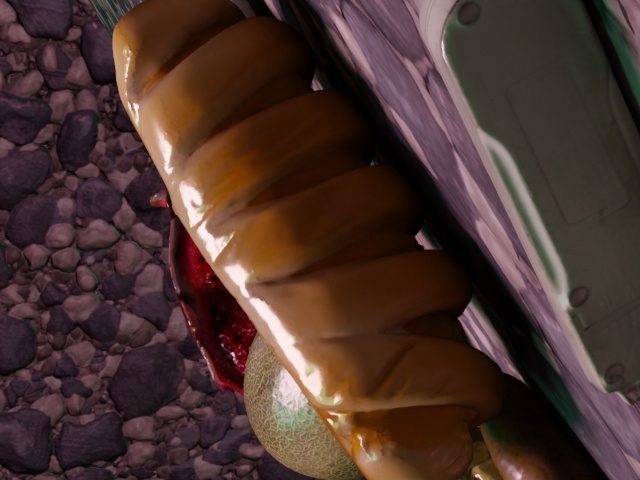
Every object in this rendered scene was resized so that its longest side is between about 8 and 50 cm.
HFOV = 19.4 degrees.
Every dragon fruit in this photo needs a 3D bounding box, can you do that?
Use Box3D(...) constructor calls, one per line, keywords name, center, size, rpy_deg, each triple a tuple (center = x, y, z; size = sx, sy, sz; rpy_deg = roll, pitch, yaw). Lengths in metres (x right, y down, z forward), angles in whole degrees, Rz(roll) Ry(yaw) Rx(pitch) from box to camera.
Box3D(name="dragon fruit", center=(-0.037, 0.033, 1.433), size=(0.274, 0.161, 0.126), rpy_deg=(55, 173, -3))

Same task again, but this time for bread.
Box3D(name="bread", center=(0.000, 0.000, 1.064), size=(0.311, 0.121, 0.173), rpy_deg=(56, 177, 11))

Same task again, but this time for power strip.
Box3D(name="power strip", center=(0.081, -0.015, 0.584), size=(0.191, 0.047, 0.030), rpy_deg=(61, 178, -31))

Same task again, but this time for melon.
Box3D(name="melon", center=(0.016, 0.093, 1.299), size=(0.139, 0.139, 0.192), rpy_deg=(55, 140, 21))

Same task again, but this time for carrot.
Box3D(name="carrot", center=(0.149, 0.173, 1.056), size=(0.298, 0.078, 0.078), rpy_deg=(59, 177, 28))

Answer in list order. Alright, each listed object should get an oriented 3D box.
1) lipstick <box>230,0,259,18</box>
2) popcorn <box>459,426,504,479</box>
Box3D(name="lipstick", center=(-0.093, -0.188, 1.224), size=(0.186, 0.057, 0.063), rpy_deg=(61, 177, 19))
Box3D(name="popcorn", center=(0.102, 0.205, 1.310), size=(0.162, 0.136, 0.141), rpy_deg=(-115, 13, -48))
